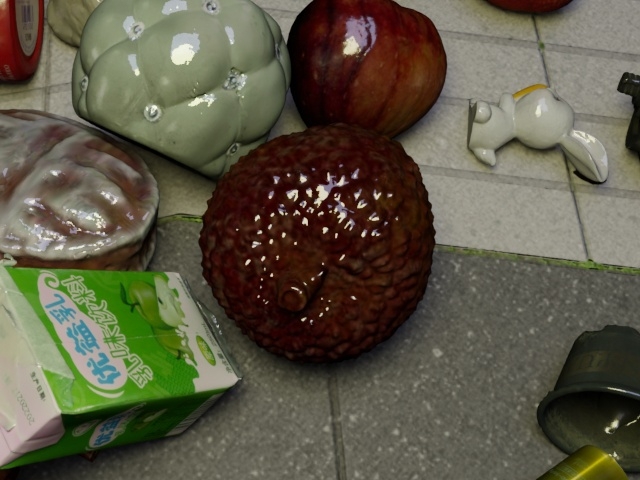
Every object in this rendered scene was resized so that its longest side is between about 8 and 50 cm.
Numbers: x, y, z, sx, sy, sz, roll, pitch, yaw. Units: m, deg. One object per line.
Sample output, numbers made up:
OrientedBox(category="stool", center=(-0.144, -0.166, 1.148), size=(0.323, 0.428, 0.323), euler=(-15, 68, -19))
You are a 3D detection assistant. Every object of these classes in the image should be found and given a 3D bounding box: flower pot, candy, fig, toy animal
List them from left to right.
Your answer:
OrientedBox(category="candy", center=(-0.317, -0.037, 1.047), size=(0.290, 0.157, 0.214), euler=(21, 46, 12))
OrientedBox(category="flower pot", center=(-0.153, -0.189, 1.057), size=(0.246, 0.246, 0.195), euler=(25, 88, 7))
OrientedBox(category="fig", center=(0.038, -0.176, 1.144), size=(0.186, 0.204, 0.249), euler=(26, 100, 41))
OrientedBox(category="toy animal", center=(0.279, -0.138, 1.192), size=(0.182, 0.131, 0.127), euler=(3, 96, 5))
OrientedBox(category="flower pot", center=(0.325, 0.166, 1.014), size=(0.157, 0.157, 0.106), euler=(23, 52, 6))

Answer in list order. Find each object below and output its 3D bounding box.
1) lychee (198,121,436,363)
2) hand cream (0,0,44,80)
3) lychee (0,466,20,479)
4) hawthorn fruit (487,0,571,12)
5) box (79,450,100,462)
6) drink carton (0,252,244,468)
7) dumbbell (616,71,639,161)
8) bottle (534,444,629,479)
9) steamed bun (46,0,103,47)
OrientedBox(category="lychee", center=(0.000, 0.000, 1.013), size=(0.261, 0.260, 0.260), euler=(2, 65, -4))
OrientedBox(category="hand cream", center=(-0.416, -0.290, 1.139), size=(0.125, 0.193, 0.193), euler=(2, 65, -3))
OrientedBox(category="lychee", center=(-0.414, 0.245, 0.851), size=(0.264, 0.264, 0.300), euler=(27, 83, 8))
OrientedBox(category="hawthorn fruit", center=(0.264, -0.390, 1.264), size=(0.188, 0.169, 0.169), euler=(1, 65, 0))
OrientedBox(category="box", center=(-0.249, 0.192, 1.016), size=(0.052, 0.023, 0.082), euler=(26, 65, 9))
OrientedBox(category="drink carton", center=(-0.217, 0.112, 0.919), size=(0.108, 0.271, 0.161), euler=(-41, 68, 22))
OrientedBox(category="dumbbell", center=(0.510, -0.152, 1.150), size=(0.290, 0.192, 0.192), euler=(20, 65, 6))
OrientedBox(category="bottle", center=(0.191, 0.319, 0.959), size=(0.286, 0.082, 0.082), euler=(-30, 71, -17))
OrientedBox(category="steamed bun", center=(-0.229, -0.330, 1.197), size=(0.218, 0.144, 0.211), euler=(33, 66, 10))
